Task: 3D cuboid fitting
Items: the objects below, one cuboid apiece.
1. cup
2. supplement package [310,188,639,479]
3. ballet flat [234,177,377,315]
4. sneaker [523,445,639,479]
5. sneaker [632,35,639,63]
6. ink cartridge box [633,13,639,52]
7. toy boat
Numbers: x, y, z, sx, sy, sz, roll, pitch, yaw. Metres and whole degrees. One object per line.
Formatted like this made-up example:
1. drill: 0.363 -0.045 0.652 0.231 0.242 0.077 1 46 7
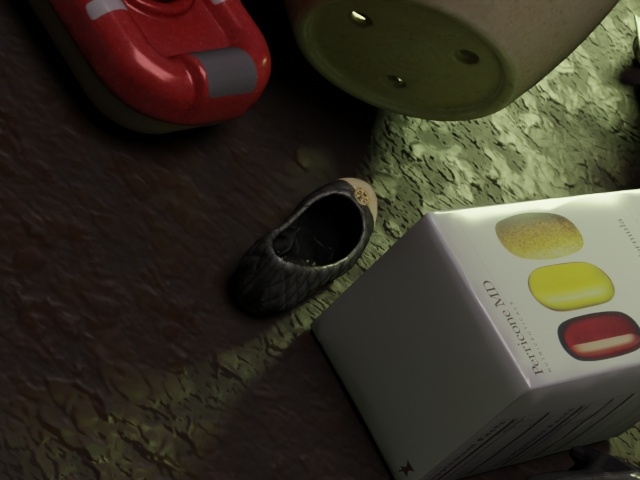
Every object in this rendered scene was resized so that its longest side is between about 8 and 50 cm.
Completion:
1. cup: 0.092 -0.230 1.410 0.331 0.331 0.237 29 65 -21
2. supplement package: 0.140 0.063 1.284 0.244 0.134 0.139 -8 61 -47
3. ballet flat: 0.000 0.000 1.279 0.057 0.049 0.173 46 36 0
4. sneaker: 0.138 0.207 1.202 0.106 0.078 0.234 32 47 24
5. sneaker: 0.316 -0.194 1.774 0.118 0.042 0.067 7 55 -50
6. ink cartridge box: 0.343 -0.102 1.695 0.209 0.062 0.109 27 42 -23
7. toy boat: -0.108 -0.193 1.273 0.151 0.151 0.231 -16 67 -50
